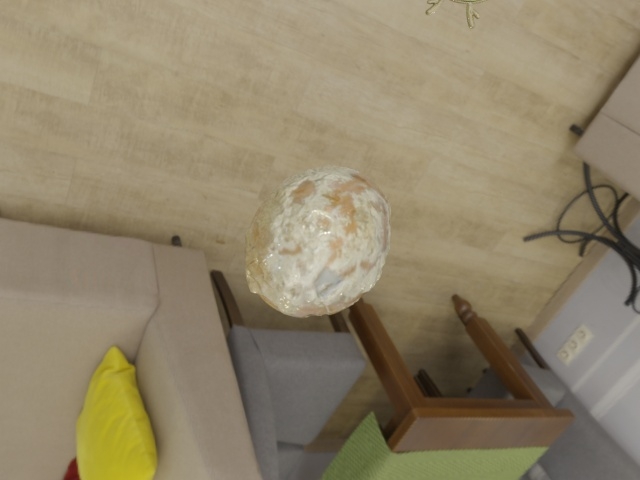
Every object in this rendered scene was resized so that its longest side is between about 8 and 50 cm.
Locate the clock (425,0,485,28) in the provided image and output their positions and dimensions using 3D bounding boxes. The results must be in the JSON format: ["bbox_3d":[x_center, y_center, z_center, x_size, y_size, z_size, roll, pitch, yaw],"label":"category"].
[{"bbox_3d":[0.353,-0.668,1.271,0.234,0.096,0.308,19,107,4],"label":"clock"}]

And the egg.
[{"bbox_3d":[0.000,0.000,0.750,0.233,0.194,0.195,-45,138,-28],"label":"egg"}]
